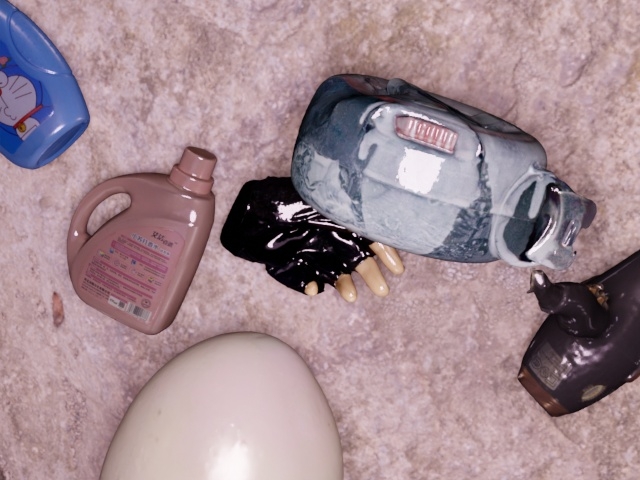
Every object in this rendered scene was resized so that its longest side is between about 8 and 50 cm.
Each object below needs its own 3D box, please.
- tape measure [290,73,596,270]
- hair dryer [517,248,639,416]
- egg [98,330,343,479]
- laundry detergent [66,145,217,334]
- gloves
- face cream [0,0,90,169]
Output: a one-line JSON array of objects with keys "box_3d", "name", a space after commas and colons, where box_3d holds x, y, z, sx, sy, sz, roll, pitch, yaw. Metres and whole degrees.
[{"box_3d": [0.110, -0.080, 0.961, 0.275, 0.256, 0.147, 14, 106, -16], "name": "tape measure"}, {"box_3d": [0.285, 0.044, 0.906, 0.304, 0.359, 0.120, -46, 62, 13], "name": "hair dryer"}, {"box_3d": [-0.112, 0.275, 1.088, 0.283, 0.283, 0.345, 14, 100, 11], "name": "egg"}, {"box_3d": [-0.224, -0.018, 1.156, 0.171, 0.076, 0.237, 25, 107, 8], "name": "laundry detergent"}, {"box_3d": [0.000, 0.000, 1.084, 0.203, 0.124, 0.164, 20, 140, -16], "name": "gloves"}, {"box_3d": [-0.403, -0.220, 1.154, 0.149, 0.083, 0.264, -41, 90, 16], "name": "face cream"}]
